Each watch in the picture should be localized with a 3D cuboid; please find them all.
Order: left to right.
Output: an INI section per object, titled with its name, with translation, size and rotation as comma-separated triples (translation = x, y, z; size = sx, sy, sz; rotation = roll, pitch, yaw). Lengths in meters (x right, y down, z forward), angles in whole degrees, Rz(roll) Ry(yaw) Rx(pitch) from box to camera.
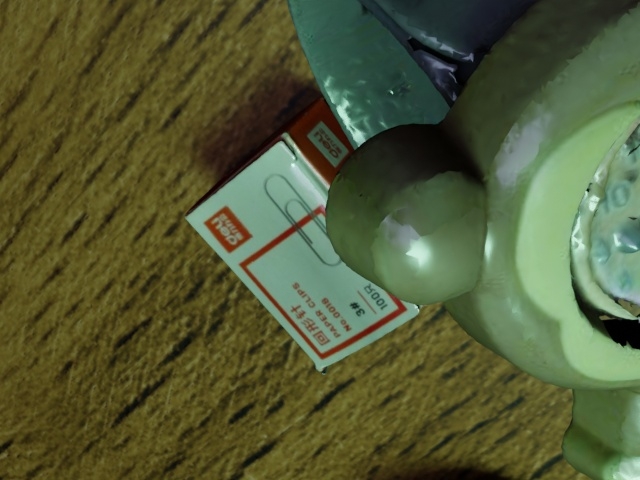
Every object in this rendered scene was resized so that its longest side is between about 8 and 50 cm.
[watch]
translation = 0.130, -0.066, 0.718
size = 0.314, 0.327, 0.335
rotation = -35, 125, -6

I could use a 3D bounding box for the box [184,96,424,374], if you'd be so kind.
[box]
translation = 0.000, 0.000, 0.959
size = 0.133, 0.099, 0.182
rotation = -33, 100, 34
